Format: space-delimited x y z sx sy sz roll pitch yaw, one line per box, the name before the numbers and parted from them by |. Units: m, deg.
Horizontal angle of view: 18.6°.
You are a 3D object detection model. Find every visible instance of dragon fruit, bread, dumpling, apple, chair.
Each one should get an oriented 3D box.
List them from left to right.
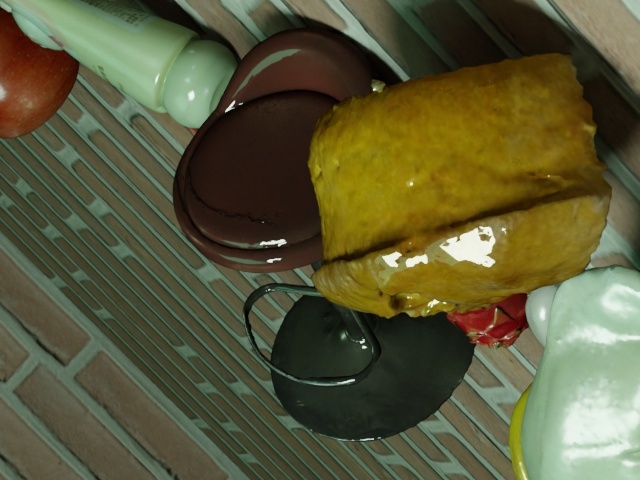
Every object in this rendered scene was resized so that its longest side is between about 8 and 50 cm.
apple | -0.380 -0.214 2.342 0.181 0.168 0.181 39 159 18
chair | 0.000 0.000 1.877 0.226 0.226 0.401 32 159 35
bread | 0.083 -0.038 1.528 0.340 0.179 0.194 162 102 -75
dragon fruit | 0.153 0.012 1.827 0.094 0.094 0.190 26 135 46
dumpling | 0.282 0.124 1.602 0.211 0.270 0.321 62 -167 14

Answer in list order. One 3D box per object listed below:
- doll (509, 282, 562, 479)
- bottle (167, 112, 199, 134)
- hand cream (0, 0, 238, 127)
doll | 0.254 0.179 1.839 0.311 0.159 0.242 51 164 -14
bottle | -0.110 -0.128 2.109 0.164 0.060 0.060 36 162 24
hand cream | -0.228 -0.217 2.028 0.306 0.093 0.147 28 179 17
